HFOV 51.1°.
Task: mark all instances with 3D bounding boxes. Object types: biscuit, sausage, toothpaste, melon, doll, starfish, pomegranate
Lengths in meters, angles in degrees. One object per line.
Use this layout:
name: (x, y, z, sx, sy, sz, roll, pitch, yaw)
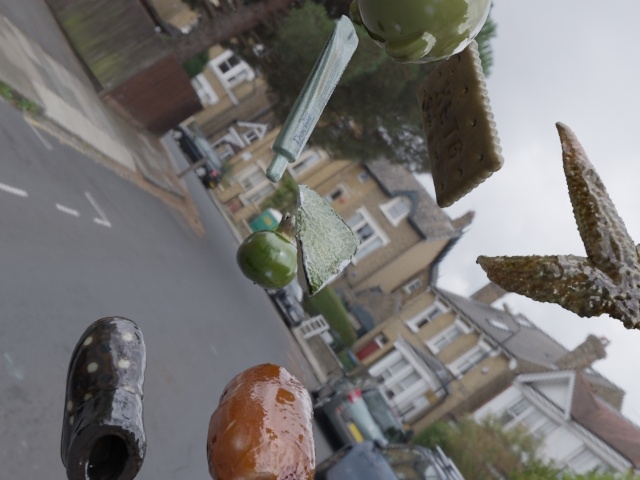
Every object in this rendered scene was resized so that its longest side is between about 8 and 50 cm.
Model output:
biscuit: (0.289, -0.251, 1.442, 0.217, 0.044, 0.325, 137, -47, -56)
sausage: (-0.071, 0.231, 0.824, 0.133, 0.133, 0.258, 57, 6, -10)
toothpaste: (-0.011, -0.192, 0.928, 0.037, 0.255, 0.067, 20, -13, 29)
melon: (0.005, -0.001, 1.198, 0.093, 0.139, 0.202, 160, -73, -66)
doll: (0.155, -0.318, 0.759, 0.161, 0.261, 0.177, 43, 12, -41)
starfish: (0.437, 0.048, 0.975, 0.398, 0.384, 0.132, 17, -22, 9)
pomegranate: (-0.127, 0.035, 1.805, 0.179, 0.210, 0.179, 29, 26, -16)

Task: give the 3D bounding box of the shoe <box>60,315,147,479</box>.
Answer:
shoe: (-0.476, 0.373, 1.500, 0.171, 0.384, 0.237, 14, -1, -31)
